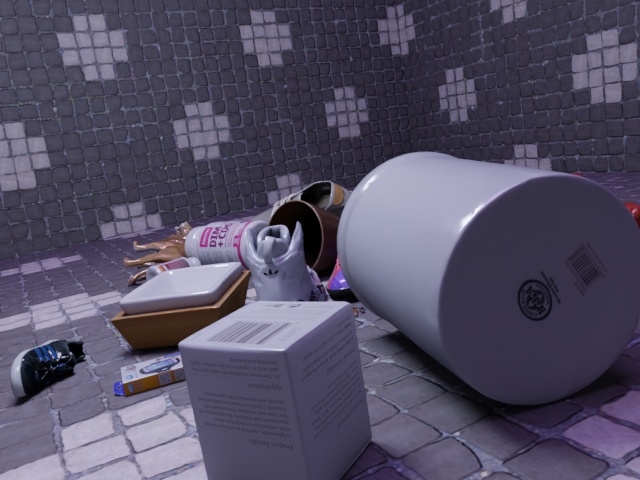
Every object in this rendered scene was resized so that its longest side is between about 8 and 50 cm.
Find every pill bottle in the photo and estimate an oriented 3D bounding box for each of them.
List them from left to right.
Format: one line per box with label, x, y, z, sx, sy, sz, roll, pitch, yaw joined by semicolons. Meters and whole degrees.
pill bottle;-0.432;0.099;1.689;0.086;0.086;0.152;1;14;41
pill bottle;-0.286;0.019;1.800;0.283;0.160;0.160;-1;13;37

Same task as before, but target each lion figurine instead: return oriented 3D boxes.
lion figurine;-0.506;0.061;1.894;0.241;0.142;0.392;-4;22;-9

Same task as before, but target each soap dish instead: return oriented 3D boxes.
soap dish;-0.292;0.141;1.265;0.229;0.118;0.291;-7;11;7

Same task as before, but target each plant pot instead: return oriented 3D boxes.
plant pot;0.000;0.000;1.630;0.216;0.215;0.231;1;-1;41

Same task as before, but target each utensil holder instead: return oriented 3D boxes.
utensil holder;0.232;0.034;0.883;0.328;0.327;0.385;-11;13;-12

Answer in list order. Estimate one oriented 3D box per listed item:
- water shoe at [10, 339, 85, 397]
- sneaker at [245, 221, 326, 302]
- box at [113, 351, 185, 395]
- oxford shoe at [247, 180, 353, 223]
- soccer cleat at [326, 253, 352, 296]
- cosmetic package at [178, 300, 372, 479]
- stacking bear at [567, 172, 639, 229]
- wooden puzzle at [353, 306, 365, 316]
water shoe;-0.514;0.231;1.082;0.080;0.072;0.203;-6;11;-2
sneaker;-0.073;0.058;1.280;0.138;0.210;0.366;-7;10;7
box;-0.298;0.236;1.009;0.136;0.028;0.081;-10;11;-21
oxford shoe;-0.092;-0.086;1.809;0.450;0.169;0.130;-15;-36;31
soccer cleat;0.075;0.056;1.430;0.109;0.116;0.318;-6;11;14
cosmetic package;-0.046;0.181;0.671;0.151;0.183;0.151;-2;13;31
stacking bear;0.724;-0.064;1.487;0.165;0.175;0.289;-9;18;-16
wooden puzzle;0.055;0.156;1.213;0.084;0.006;0.049;-7;11;5
